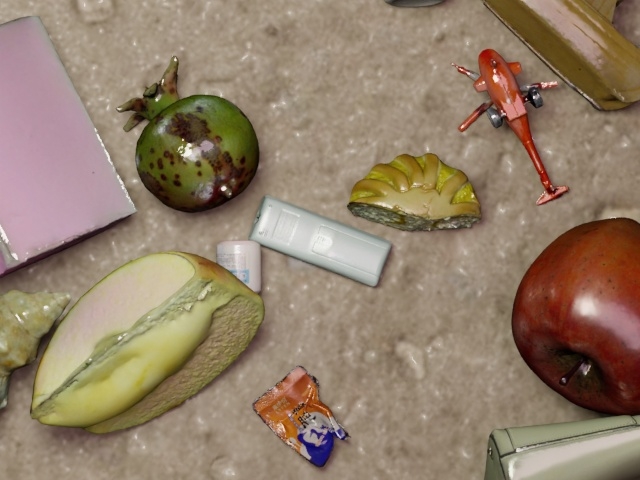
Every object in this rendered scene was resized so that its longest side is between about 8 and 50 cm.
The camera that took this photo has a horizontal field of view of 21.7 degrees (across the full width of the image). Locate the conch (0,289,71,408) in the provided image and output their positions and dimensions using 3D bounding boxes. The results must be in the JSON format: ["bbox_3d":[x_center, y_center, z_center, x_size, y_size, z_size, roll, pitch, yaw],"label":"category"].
[{"bbox_3d":[-0.460,0.125,1.833,0.386,0.169,0.203,-14,59,-12],"label":"conch"}]

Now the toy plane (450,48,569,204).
[{"bbox_3d":[0.229,-0.134,1.991,0.126,0.077,0.194,-6,96,0],"label":"toy plane"}]

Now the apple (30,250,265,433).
[{"bbox_3d":[-0.193,0.113,1.879,0.265,0.193,0.120,-38,56,8],"label":"apple"}]

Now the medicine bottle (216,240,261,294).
[{"bbox_3d":[-0.095,0.045,1.940,0.052,0.052,0.089,-1,90,-8],"label":"medicine bottle"}]

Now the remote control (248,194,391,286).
[{"bbox_3d":[0.000,0.000,1.968,0.162,0.029,0.061,20,82,-6],"label":"remote control"}]

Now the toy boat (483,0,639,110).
[{"bbox_3d":[0.288,-0.290,1.999,0.321,0.089,0.121,43,76,-2],"label":"toy boat"}]

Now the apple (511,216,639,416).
[{"bbox_3d":[0.334,0.086,1.920,0.234,0.234,0.234,1,86,-8],"label":"apple"}]

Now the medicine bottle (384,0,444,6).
[{"bbox_3d":[0.111,-0.347,1.981,0.080,0.080,0.130,-1,86,-8],"label":"medicine bottle"}]

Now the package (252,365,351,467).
[{"bbox_3d":[-0.017,0.207,1.952,0.110,0.033,0.077,46,105,11],"label":"package"}]

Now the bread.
[{"bbox_3d":[0.120,-0.057,1.970,0.157,0.083,0.094,20,72,-5],"label":"bread"}]

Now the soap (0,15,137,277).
[{"bbox_3d":[-0.344,-0.106,1.870,0.181,0.081,0.259,-28,90,-38],"label":"soap"}]

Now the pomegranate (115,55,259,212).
[{"bbox_3d":[-0.152,-0.113,1.904,0.148,0.148,0.169,-44,86,-8],"label":"pomegranate"}]

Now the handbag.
[{"bbox_3d":[0.344,0.277,1.909,0.315,0.241,0.109,-6,53,-4],"label":"handbag"}]
